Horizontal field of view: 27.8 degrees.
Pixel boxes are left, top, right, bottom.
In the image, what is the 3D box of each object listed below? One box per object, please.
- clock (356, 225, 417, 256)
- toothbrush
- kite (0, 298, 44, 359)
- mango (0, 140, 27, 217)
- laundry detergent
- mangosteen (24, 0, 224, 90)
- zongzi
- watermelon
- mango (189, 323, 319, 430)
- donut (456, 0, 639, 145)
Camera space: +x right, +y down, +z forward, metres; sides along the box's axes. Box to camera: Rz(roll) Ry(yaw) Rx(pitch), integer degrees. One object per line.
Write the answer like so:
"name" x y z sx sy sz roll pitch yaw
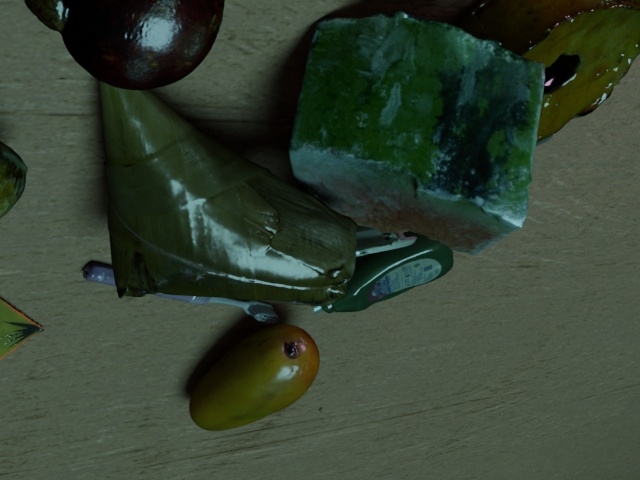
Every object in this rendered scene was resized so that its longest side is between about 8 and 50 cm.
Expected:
"clock" 0.000 0.000 1.608 0.236 0.053 0.236 -8 -179 0
"toothbrush" -0.168 0.072 1.663 0.354 0.029 0.024 18 109 -52
"kite" -0.477 0.131 1.504 0.328 0.013 0.377 -10 144 -32
"mango" -0.400 -0.065 1.144 0.177 0.175 0.329 -2 176 13
"laundry detergent" 0.083 0.053 1.822 0.211 0.063 0.137 -27 156 -5
"mangosteen" -0.169 -0.213 1.102 0.172 0.172 0.184 -41 148 19
"zongzi" -0.093 -0.060 1.356 0.274 0.145 0.300 5 136 1
"watermelon" 0.099 -0.086 1.425 0.264 0.151 0.302 14 144 4
"mango" -0.094 0.200 1.836 0.253 0.113 0.138 -38 174 36
"donut" 0.257 -0.217 1.535 0.272 0.107 0.272 -26 154 -14
